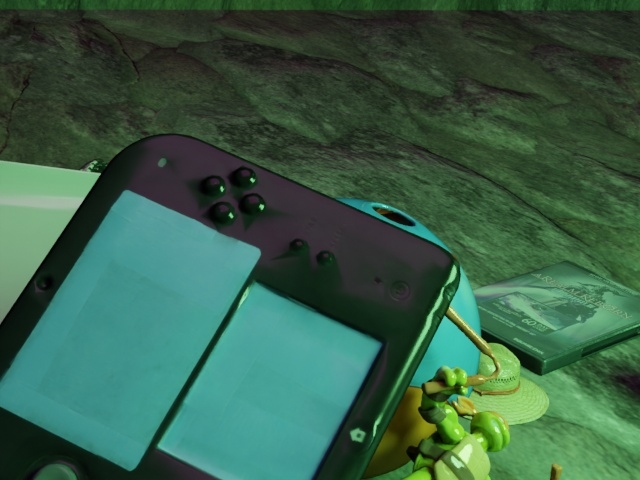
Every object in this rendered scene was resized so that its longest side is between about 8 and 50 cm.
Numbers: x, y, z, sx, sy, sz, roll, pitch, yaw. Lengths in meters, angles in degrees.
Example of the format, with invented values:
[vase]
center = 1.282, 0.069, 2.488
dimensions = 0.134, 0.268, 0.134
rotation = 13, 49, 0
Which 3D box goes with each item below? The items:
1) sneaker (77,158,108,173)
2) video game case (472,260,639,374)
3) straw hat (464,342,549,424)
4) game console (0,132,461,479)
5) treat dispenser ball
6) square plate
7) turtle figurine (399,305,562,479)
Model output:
[sneaker]
center = -0.369, -0.039, 1.775
dimensions = 0.106, 0.078, 0.234
rotation = -4, 38, 17
[video game case]
center = 0.315, 0.097, 1.680
dimensions = 0.274, 0.026, 0.196
rotation = -15, 30, -37
[straw hat]
center = 0.199, 0.154, 1.471
dimensions = 0.145, 0.061, 0.144
rotation = 4, 22, -1
[game console]
center = -0.105, 0.106, 1.086
dimensions = 0.342, 0.060, 0.386
rotation = 23, 67, 17
[treat dispenser ball]
center = 0.019, 0.100, 1.275
dimensions = 0.288, 0.288, 0.288
rotation = 4, 23, -1
[square plate]
center = -0.451, 0.017, 1.595
dimensions = 0.347, 0.049, 0.344
rotation = 7, 42, 1
[turtle figurine]
center = 0.108, 0.211, 1.145
dimensions = 0.087, 0.269, 0.217
rotation = 5, 37, 47
